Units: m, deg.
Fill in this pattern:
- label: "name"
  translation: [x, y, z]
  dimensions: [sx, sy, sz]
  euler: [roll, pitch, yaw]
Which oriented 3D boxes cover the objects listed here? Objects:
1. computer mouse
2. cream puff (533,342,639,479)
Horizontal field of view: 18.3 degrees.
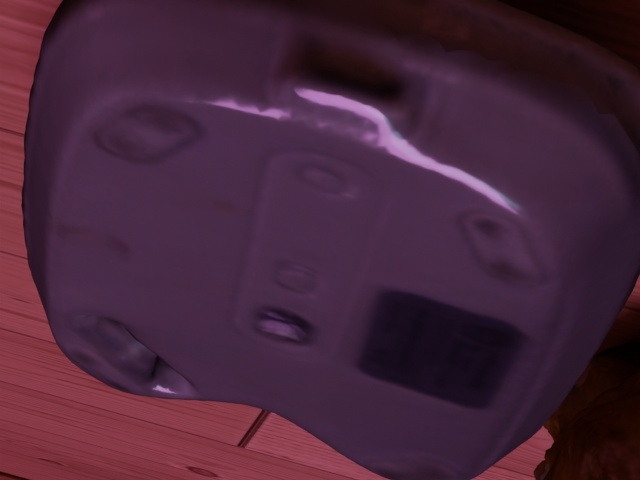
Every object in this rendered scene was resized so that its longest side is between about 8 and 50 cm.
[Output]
- label: "computer mouse"
  translation: [0.002, -0.006, 0.644]
  dimensions: [0.197, 0.095, 0.331]
  euler: [15, 157, -3]
- label: "cream puff"
  translation: [0.185, 0.132, 0.882]
  dimensions: [0.241, 0.154, 0.269]
  euler: [10, 173, 41]
